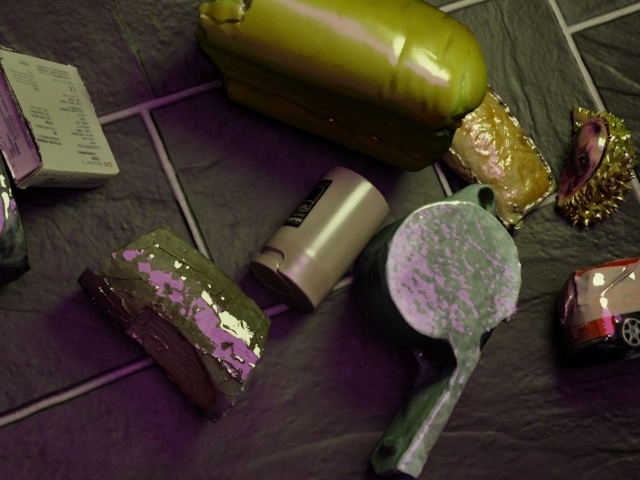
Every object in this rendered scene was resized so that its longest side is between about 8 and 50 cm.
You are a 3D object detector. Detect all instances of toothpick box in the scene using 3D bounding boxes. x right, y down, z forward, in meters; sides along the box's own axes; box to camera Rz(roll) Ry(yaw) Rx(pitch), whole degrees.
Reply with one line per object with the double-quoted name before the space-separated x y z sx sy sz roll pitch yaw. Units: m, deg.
"toothpick box" 0.000 0.000 1.450 0.111 0.111 0.181 41 70 -3

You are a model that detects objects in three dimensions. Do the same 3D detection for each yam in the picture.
"yam" -0.172 0.095 1.369 0.254 0.154 0.154 45 71 3

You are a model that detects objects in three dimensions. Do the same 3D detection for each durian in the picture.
"durian" 0.430 -0.114 1.588 0.119 0.108 0.187 17 74 -10

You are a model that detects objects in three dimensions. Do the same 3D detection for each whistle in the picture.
"whistle" 0.157 0.123 1.435 0.188 0.168 0.405 1 82 -13

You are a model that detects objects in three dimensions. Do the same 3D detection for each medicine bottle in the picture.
"medicine bottle" -0.344 -0.151 1.352 0.052 0.201 0.171 -25 85 16

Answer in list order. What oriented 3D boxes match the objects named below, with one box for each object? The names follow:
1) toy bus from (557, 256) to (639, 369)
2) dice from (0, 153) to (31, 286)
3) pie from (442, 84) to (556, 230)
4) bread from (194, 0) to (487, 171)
"toy bus" 0.488 0.095 1.549 0.302 0.127 0.147 -7 74 -14
"dice" -0.462 -0.026 1.298 0.183 0.181 0.182 -14 79 -16
"pie" 0.236 -0.149 1.568 0.128 0.068 0.282 -36 89 -18
"bread" 0.039 -0.250 1.434 0.376 0.251 0.208 25 73 3
